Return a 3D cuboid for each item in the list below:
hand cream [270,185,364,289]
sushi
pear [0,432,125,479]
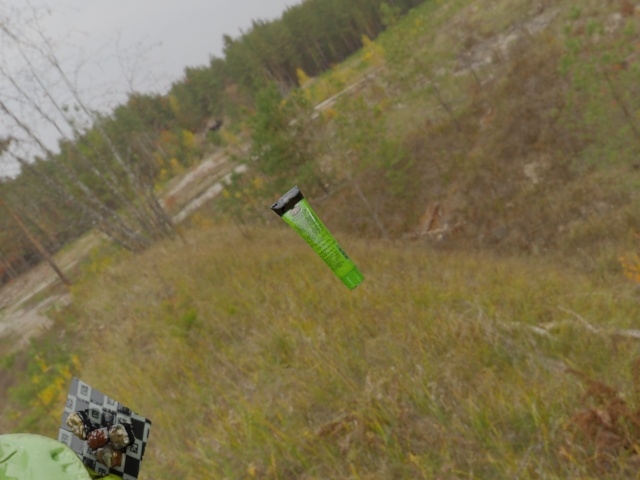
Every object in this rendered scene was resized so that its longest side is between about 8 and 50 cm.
[{"bbox_3d":[0.000,0.000,0.730,0.036,0.122,0.023,-40,5,6],"label":"hand cream"},{"bbox_3d":[-0.379,0.327,1.163,0.201,0.139,0.031,19,8,28],"label":"sushi"},{"bbox_3d":[-0.439,0.452,1.061,0.318,0.342,0.238,-24,-24,-13],"label":"pear"}]
